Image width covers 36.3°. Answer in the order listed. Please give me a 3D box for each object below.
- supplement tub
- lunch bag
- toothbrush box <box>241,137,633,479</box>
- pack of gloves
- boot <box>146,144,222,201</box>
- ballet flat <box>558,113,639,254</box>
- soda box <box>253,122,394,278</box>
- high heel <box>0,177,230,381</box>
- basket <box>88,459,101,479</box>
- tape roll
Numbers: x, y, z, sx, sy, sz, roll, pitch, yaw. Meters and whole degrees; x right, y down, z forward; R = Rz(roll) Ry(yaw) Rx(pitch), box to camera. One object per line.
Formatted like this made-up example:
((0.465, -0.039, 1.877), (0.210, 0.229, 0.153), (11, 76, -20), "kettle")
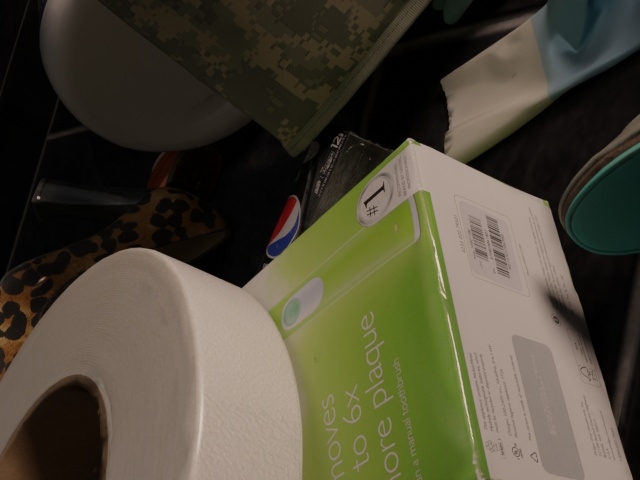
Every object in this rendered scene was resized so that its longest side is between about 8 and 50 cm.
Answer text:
((-0.164, -0.264, 0.965), (0.228, 0.228, 0.316), (-51, 38, 28), "supplement tub")
((-0.013, -0.251, 0.686), (0.287, 0.235, 0.169), (-45, 18, 25), "lunch bag")
((0.022, 0.111, 0.593), (0.283, 0.122, 0.206), (-41, 42, 39), "toothbrush box")
((0.144, -0.184, 0.636), (0.232, 0.046, 0.195), (-34, 48, 43), "pack of gloves")
((-0.159, -0.033, 1.000), (0.158, 0.059, 0.084), (-60, 30, 0), "boot")
((0.209, -0.062, 0.472), (0.213, 0.072, 0.068), (-37, 18, 40), "ballet flat")
((0.000, 0.000, 0.737), (0.053, 0.060, 0.169), (34, 102, 61), "soda box")
((-0.189, 0.063, 0.875), (0.093, 0.186, 0.261), (91, -173, -64), "high heel")
((-0.273, 0.201, 0.953), (0.227, 0.154, 0.204), (9, 119, 50), "basket")
((-0.154, 0.194, 0.605), (0.392, 0.072, 0.392), (-38, 38, 38), "tape roll")
